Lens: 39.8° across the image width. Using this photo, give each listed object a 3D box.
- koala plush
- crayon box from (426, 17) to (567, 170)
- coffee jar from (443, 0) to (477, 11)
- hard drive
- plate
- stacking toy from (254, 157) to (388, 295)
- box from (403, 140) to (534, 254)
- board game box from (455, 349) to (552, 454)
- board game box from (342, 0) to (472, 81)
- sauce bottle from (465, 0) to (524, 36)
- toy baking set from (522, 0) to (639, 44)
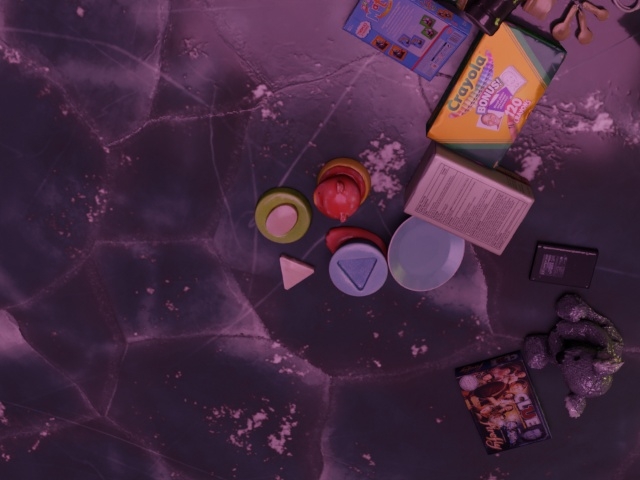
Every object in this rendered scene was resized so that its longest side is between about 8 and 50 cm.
[{"bbox_3d":[0.588,0.270,1.959,0.203,0.221,0.196,29,114,-8],"label":"koala plush"},{"bbox_3d":[0.351,-0.303,1.793,0.165,0.081,0.278,25,115,-6],"label":"crayon box"},{"bbox_3d":[0.237,-0.508,1.711,0.184,0.079,0.096,17,120,-1],"label":"coffee jar"},{"bbox_3d":[0.543,0.056,1.973,0.135,0.022,0.094,8,116,3],"label":"hard drive"},{"bbox_3d":[0.232,0.022,1.964,0.188,0.024,0.188,-6,110,-18],"label":"plate"},{"bbox_3d":[0.000,0.000,1.949,0.280,0.130,0.309,-14,112,12],"label":"stacking toy"},{"bbox_3d":[0.311,-0.096,1.870,0.232,0.127,0.148,25,116,-5],"label":"box"},{"bbox_3d":[0.443,0.394,2.133,0.165,0.042,0.243,-19,111,14],"label":"board game box"},{"bbox_3d":[0.168,-0.421,1.741,0.211,0.039,0.160,29,148,-8],"label":"board game box"},{"bbox_3d":[0.406,-0.532,1.632,0.111,0.111,0.344,41,101,-13],"label":"sauce bottle"},{"bbox_3d":[0.522,-0.498,1.715,0.256,0.030,0.197,-33,110,20],"label":"toy baking set"}]
